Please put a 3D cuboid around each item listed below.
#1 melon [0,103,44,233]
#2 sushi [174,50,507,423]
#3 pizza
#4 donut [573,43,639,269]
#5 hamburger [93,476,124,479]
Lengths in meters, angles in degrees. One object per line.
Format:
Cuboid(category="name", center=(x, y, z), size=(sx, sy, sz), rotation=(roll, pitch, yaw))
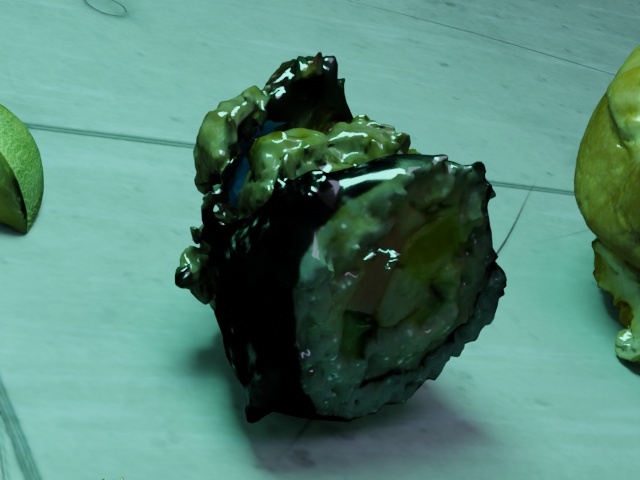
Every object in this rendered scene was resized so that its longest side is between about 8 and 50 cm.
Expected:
Cuboid(category="melon", center=(-0.274, -0.083, 1.234), size=(0.160, 0.079, 0.128), rotation=(24, 27, 5))
Cuboid(category="sushi", center=(-0.003, -0.003, 1.134), size=(0.225, 0.238, 0.219), rotation=(-14, 48, -34))
Cuboid(category="pizza", center=(0.334, 0.024, 1.504), size=(0.182, 0.074, 0.365), rotation=(28, 30, 9))
Cuboid(category="donut", center=(0.365, -0.049, 1.415), size=(0.317, 0.150, 0.299), rotation=(9, 39, -36))
Cuboid(category="hamburger", center=(-0.126, 0.183, 0.817), size=(0.137, 0.087, 0.166), rotation=(33, 28, 24))
